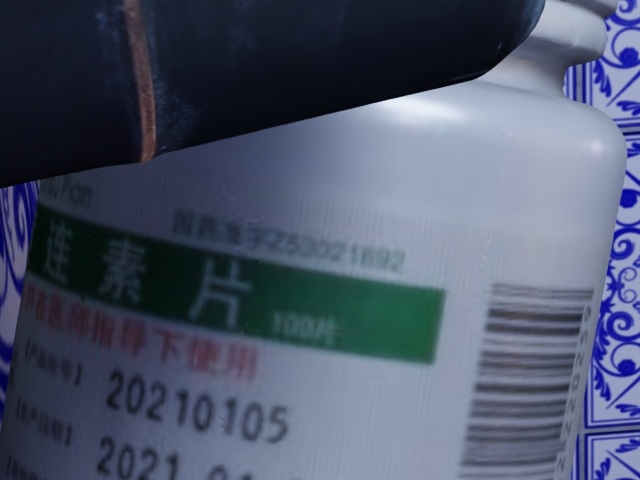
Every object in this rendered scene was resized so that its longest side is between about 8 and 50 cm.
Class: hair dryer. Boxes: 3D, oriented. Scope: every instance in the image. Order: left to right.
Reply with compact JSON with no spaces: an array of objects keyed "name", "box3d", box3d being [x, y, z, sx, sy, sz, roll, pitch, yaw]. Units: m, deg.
[{"name":"hair dryer","box3d":[-0.076,-0.153,0.535,0.352,0.189,0.107,-114,-164,-46]}]

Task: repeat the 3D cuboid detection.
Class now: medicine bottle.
[{"name":"medicine bottle","box3d":[0.000,0.000,0.648,0.208,0.208,0.339,-90,-171,-85]}]
